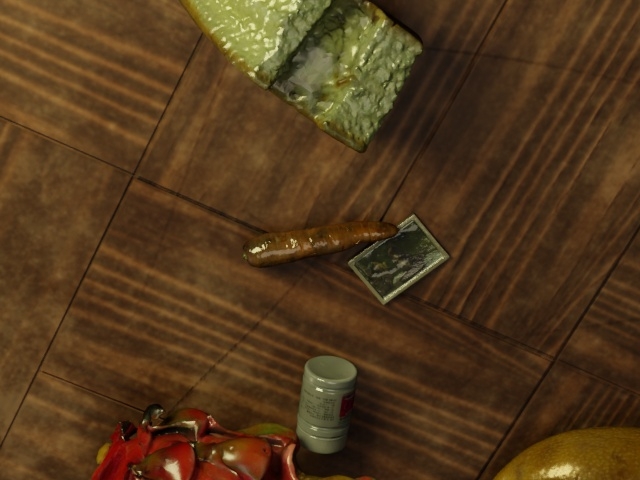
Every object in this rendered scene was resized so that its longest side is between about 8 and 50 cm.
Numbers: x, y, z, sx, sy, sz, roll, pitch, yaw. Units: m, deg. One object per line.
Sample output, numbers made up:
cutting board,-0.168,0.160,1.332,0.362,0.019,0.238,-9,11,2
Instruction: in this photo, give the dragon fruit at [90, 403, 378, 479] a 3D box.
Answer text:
dragon fruit,-0.109,0.293,1.456,0.307,0.227,0.243,-19,149,37

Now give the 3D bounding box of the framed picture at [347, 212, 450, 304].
framed picture,0.082,0.020,1.472,0.089,0.006,0.066,-36,112,12

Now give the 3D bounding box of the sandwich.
sandwich,-0.029,-0.199,1.301,0.236,0.128,0.122,31,101,-17

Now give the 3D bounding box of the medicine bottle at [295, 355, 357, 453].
medicine bottle,0.006,0.176,1.510,0.058,0.058,0.091,5,114,-6

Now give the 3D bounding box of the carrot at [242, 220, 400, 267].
carrot,0.000,0.001,1.442,0.165,0.035,0.035,-10,115,0

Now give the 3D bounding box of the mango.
mango,0.330,0.293,1.552,0.295,0.120,0.177,1,113,-4
